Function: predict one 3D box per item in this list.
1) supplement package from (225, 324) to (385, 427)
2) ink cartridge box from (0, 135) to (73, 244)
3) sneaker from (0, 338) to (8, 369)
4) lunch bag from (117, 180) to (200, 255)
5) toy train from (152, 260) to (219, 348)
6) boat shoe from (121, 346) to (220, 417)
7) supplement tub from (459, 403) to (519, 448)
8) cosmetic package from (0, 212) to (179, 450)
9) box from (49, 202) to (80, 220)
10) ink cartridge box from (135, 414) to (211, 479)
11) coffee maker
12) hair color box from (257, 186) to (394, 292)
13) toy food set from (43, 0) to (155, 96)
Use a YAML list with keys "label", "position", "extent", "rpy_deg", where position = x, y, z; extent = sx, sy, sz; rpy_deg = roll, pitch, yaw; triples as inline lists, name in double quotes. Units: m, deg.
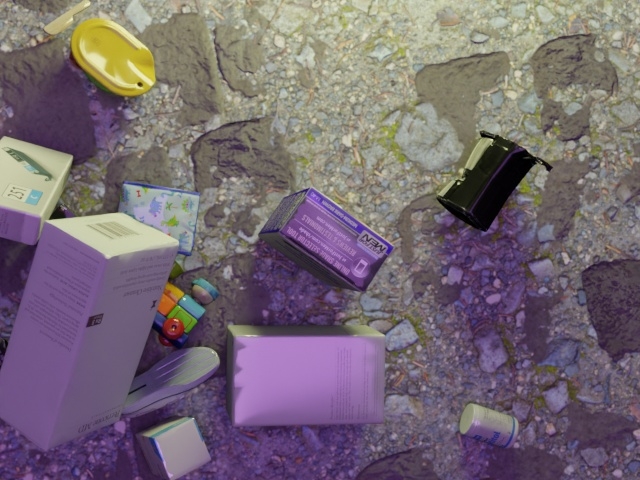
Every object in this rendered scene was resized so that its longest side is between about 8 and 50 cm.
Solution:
- label: "supplement package"
  position: [-0.035, 0.260, 1.821]
  extent: [0.293, 0.175, 0.177]
  rpy_deg: [1, 92, -10]
- label: "ink cartridge box"
  position: [-0.603, -0.109, 1.656]
  extent: [0.261, 0.296, 0.066]
  rpy_deg: [14, 114, -11]
- label: "sneaker"
  position: [-0.590, 0.280, 1.785]
  extent: [0.089, 0.051, 0.170]
  rpy_deg: [-39, 93, -3]
- label: "lunch bag"
  position: [-0.316, -0.042, 1.809]
  extent: [0.151, 0.096, 0.128]
  rpy_deg: [8, 89, -1]
- label: "toy train"
  position: [-0.331, 0.085, 1.815]
  extent: [0.248, 0.105, 0.143]
  rpy_deg: [39, 68, -1]
- label: "boat shoe"
  position: [-0.301, 0.280, 1.829]
  extent: [0.226, 0.076, 0.083]
  rpy_deg: [-21, 58, -2]
- label: "supplement tub"
  position: [0.355, 0.390, 1.946]
  extent: [0.107, 0.071, 0.071]
  rpy_deg: [19, 87, -10]
- label: "cosmetic package"
  position: [-0.423, 0.156, 1.661]
  extent: [0.156, 0.217, 0.385]
  rpy_deg: [26, 108, 22]
- label: "box"
  position: [-0.505, -0.022, 1.796]
  extent: [0.062, 0.052, 0.083]
  rpy_deg: [43, 83, -9]
- label: "ink cartridge box"
  position: [-0.291, 0.400, 1.802]
  extent: [0.090, 0.143, 0.092]
  rpy_deg: [-24, 95, -27]
- label: "coffee maker"
  position: [0.345, -0.117, 1.889]
  extent: [0.120, 0.171, 0.178]
  rpy_deg: [36, 86, -25]
- label: "hair color box"
  position: [0.000, 0.000, 1.742]
  extent: [0.185, 0.339, 0.110]
  rpy_deg: [36, 85, -9]
- label: "toy food set"
  position: [-0.424, -0.357, 1.806]
  extent: [0.218, 0.071, 0.128]
  rpy_deg: [41, 60, -10]
